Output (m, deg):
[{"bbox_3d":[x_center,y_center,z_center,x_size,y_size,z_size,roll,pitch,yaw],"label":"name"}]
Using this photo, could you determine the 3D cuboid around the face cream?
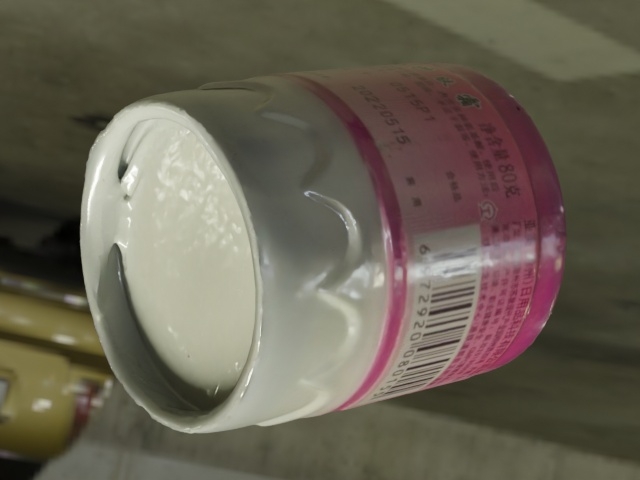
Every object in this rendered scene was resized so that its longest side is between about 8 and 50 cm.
[{"bbox_3d":[0.000,0.000,0.834,0.195,0.175,0.175,-8,-177,-38],"label":"face cream"}]
